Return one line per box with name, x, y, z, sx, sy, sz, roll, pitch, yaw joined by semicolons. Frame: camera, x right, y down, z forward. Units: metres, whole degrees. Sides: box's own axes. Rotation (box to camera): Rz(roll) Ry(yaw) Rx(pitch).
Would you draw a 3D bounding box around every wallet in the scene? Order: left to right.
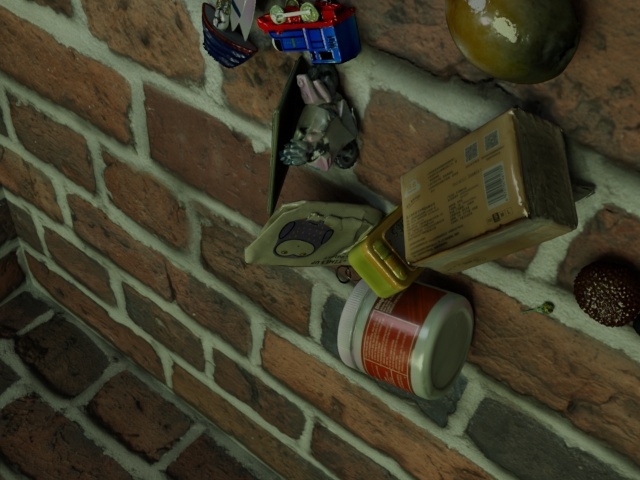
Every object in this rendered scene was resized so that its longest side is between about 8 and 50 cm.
wallet;-0.001;-0.002;1.549;0.275;0.335;0.068;121;143;-44

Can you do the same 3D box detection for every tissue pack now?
tissue pack;0.332;-0.072;1.234;0.239;0.238;0.305;53;142;-6

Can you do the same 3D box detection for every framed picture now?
framed picture;-0.085;-0.231;1.457;0.019;0.232;0.296;12;134;3

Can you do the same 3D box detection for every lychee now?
lychee;0.543;0.100;1.216;0.123;0.129;0.123;0;121;-1

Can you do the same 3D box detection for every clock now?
clock;0.171;0.018;1.433;0.143;0.202;0.096;48;142;-1

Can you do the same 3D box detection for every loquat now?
loquat;0.303;-0.347;1.027;0.227;0.179;0.179;51;142;2

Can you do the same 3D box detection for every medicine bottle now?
medicine bottle;0.205;0.220;1.531;0.240;0.252;0.253;16;132;33

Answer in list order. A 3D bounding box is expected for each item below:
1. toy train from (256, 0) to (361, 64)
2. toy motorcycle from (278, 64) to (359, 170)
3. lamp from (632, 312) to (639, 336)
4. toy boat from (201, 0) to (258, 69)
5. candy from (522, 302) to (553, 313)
toy train;-0.024;-0.432;1.336;0.204;0.083;0.131;12;131;38
toy motorcycle;-0.014;-0.240;1.391;0.108;0.204;0.239;-6;114;58
lamp;0.674;0.071;1.081;0.130;0.109;0.371;7;138;-18
toy boat;-0.172;-0.509;1.403;0.318;0.072;0.219;-38;70;48
candy;0.473;0.152;1.411;0.083;0.025;0.023;-30;71;60
